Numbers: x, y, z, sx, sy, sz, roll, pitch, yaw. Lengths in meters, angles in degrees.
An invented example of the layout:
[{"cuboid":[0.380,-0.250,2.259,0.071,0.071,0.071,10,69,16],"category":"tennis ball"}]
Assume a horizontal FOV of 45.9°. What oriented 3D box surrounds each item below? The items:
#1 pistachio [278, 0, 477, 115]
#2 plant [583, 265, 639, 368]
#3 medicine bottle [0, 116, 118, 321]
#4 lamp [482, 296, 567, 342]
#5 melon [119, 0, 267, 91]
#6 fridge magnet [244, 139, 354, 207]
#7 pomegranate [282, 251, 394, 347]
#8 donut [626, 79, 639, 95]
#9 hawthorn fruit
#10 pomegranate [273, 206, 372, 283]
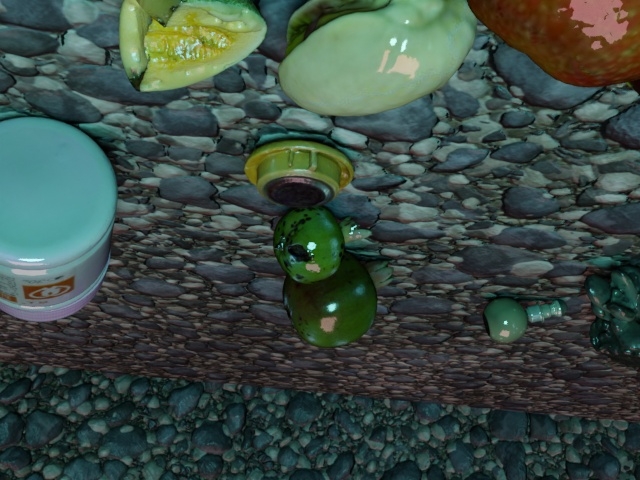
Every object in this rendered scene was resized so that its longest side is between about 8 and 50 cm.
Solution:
[{"cuboid":[0.048,-0.168,0.676,0.145,0.117,0.200,15,158,-39],"category":"pistachio"},{"cuboid":[0.539,0.133,1.321,0.146,0.149,0.274,-7,154,26],"category":"plant"},{"cuboid":[-0.391,-0.014,1.052,0.202,0.202,0.316,10,158,-14],"category":"medicine bottle"},{"cuboid":[0.406,0.147,1.493,0.163,0.091,0.091,-14,157,4],"category":"lamp"},{"cuboid":[-0.118,-0.203,0.691,0.128,0.079,0.160,-5,165,-28],"category":"melon"},{"cuboid":[-0.028,-0.085,0.982,0.143,0.063,0.143,1,157,1],"category":"fridge magnet"},{"cuboid":[0.038,0.093,1.320,0.209,0.180,0.180,-21,166,-18],"category":"pomegranate"},{"cuboid":[0.362,-0.176,0.632,0.235,0.089,0.235,2,159,1],"category":"donut"},{"cuboid":[0.194,-0.208,0.465,0.196,0.197,0.225,17,140,-29],"category":"hawthorn fruit"},{"cuboid":[0.000,0.000,1.152,0.161,0.122,0.122,-17,168,-24],"category":"pomegranate"}]
